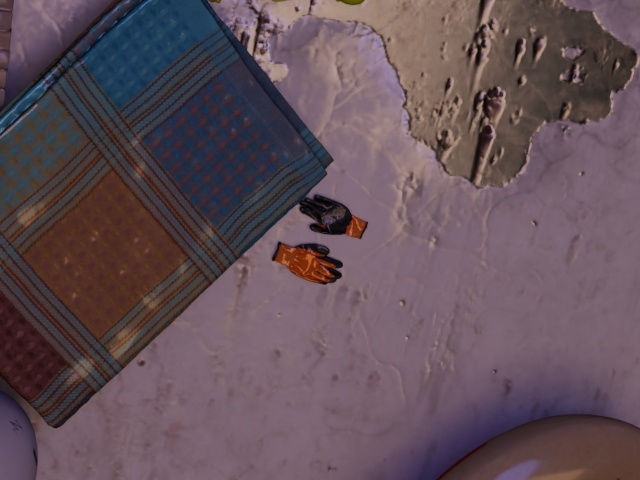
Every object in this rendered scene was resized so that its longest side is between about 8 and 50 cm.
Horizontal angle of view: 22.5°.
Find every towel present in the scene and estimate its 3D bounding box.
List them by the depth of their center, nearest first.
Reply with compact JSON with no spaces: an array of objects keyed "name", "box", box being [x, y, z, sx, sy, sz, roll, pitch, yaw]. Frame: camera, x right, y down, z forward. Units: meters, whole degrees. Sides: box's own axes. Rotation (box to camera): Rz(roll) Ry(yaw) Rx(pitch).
[{"name":"towel","box":[-0.185,-0.037,1.451,0.370,0.040,0.271,-45,121,-10]}]

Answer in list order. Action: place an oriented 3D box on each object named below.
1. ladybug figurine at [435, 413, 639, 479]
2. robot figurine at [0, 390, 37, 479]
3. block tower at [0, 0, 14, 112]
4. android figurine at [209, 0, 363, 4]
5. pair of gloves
[{"name":"ladybug figurine","box":[0.182,0.360,1.629,0.305,0.162,0.449,37,94,-19]},{"name":"robot figurine","box":[-0.395,0.185,1.462,0.278,0.209,0.173,21,78,-15]},{"name":"block tower","box":[-0.329,-0.114,1.433,0.097,0.091,0.335,7,103,-14]},{"name":"android figurine","box":[-0.017,-0.329,1.459,0.273,0.056,0.248,-37,109,-2]},{"name":"pair of gloves","box":[0.000,0.000,1.574,0.074,0.010,0.083,24,98,-16]}]
